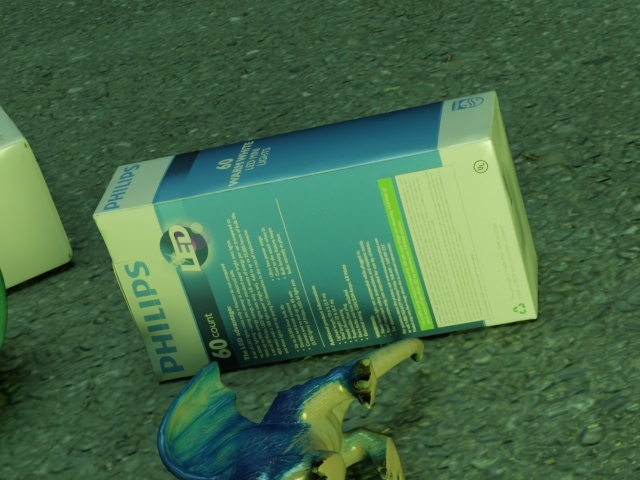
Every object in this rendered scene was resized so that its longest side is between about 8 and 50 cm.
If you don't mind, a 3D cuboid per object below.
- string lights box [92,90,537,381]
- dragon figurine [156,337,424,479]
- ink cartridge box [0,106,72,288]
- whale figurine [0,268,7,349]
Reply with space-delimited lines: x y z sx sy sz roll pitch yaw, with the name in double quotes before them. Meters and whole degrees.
"string lights box" 0.000 0.000 1.046 0.259 0.133 0.077 -10 28 14
"dragon figurine" -0.036 0.120 0.891 0.144 0.085 0.289 -5 30 23
"ink cartridge box" -0.346 -0.037 1.343 0.201 0.117 0.278 -24 26 -13
"whale figurine" -0.296 0.094 1.067 0.216 0.141 0.272 -42 28 43
